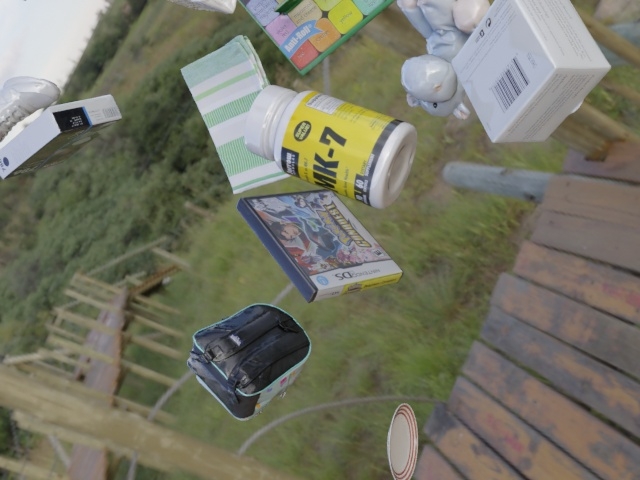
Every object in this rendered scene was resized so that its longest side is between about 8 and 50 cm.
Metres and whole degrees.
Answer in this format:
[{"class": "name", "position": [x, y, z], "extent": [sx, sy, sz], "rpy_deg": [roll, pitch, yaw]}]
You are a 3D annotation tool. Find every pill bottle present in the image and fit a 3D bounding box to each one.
[{"class": "pill bottle", "position": [0.012, -0.130, 1.069], "extent": [0.119, 0.209, 0.119], "rpy_deg": [-53, -24, -37]}]

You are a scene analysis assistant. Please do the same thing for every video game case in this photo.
[{"class": "video game case", "position": [0.000, 0.000, 1.622], "extent": [0.275, 0.248, 0.035], "rpy_deg": [51, 131, 30]}]

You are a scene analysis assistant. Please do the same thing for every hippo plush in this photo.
[{"class": "hippo plush", "position": [0.246, -0.394, 1.701], "extent": [0.234, 0.294, 0.236], "rpy_deg": [29, 97, 28]}]

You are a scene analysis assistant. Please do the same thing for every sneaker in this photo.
[{"class": "sneaker", "position": [-0.759, -0.300, 1.938], "extent": [0.305, 0.114, 0.152], "rpy_deg": [-14, 71, 16]}]

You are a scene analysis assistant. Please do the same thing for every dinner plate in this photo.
[{"class": "dinner plate", "position": [0.142, 0.359, 1.416], "extent": [0.017, 0.141, 0.141], "rpy_deg": [-2, 55, 25]}]

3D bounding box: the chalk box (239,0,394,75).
[{"class": "chalk box", "position": [-0.012, -0.375, 1.154], "extent": [0.180, 0.179, 0.289], "rpy_deg": [-35, 23, 19]}]

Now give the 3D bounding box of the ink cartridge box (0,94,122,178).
[{"class": "ink cartridge box", "position": [-0.590, -0.212, 1.742], "extent": [0.333, 0.065, 0.165], "rpy_deg": [-22, 4, 42]}]

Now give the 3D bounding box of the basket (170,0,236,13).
[{"class": "basket", "position": [-0.225, -0.523, 1.522], "extent": [0.103, 0.113, 0.167], "rpy_deg": [9, 96, 31]}]

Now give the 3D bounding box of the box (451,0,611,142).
[{"class": "box", "position": [0.329, -0.280, 1.279], "extent": [0.181, 0.119, 0.181], "rpy_deg": [-56, 47, 50]}]

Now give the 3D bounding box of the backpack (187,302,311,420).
[{"class": "backpack", "position": [-0.117, 0.206, 1.396], "extent": [0.188, 0.166, 0.144], "rpy_deg": [-35, -27, -34]}]

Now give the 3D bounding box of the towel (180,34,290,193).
[{"class": "towel", "position": [-0.183, -0.278, 1.830], "extent": [0.248, 0.324, 0.038], "rpy_deg": [-14, 13, 44]}]
